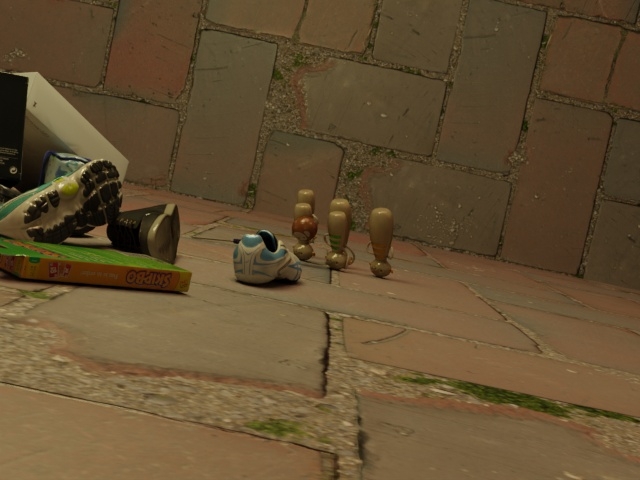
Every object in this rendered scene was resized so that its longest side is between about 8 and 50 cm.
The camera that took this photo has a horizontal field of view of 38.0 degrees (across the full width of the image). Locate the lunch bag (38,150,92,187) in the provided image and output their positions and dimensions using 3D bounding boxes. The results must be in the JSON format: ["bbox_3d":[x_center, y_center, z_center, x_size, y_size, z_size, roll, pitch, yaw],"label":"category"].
[{"bbox_3d":[-0.531,-0.117,1.916,0.096,0.128,0.151,11,5,-22],"label":"lunch bag"}]

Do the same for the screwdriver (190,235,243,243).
[{"bbox_3d":[-0.205,-0.002,2.043,0.170,0.024,0.025,8,34,-20],"label":"screwdriver"}]

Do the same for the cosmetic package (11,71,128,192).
[{"bbox_3d":[-0.644,-0.226,2.050,0.284,0.097,0.377,4,-23,22],"label":"cosmetic package"}]

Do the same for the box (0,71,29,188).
[{"bbox_3d":[-0.594,-0.171,1.612,0.103,0.184,0.261,10,-14,-31],"label":"box"}]

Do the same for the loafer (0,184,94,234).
[{"bbox_3d":[-0.462,-0.053,1.570,0.076,0.078,0.223,15,5,31],"label":"loafer"}]

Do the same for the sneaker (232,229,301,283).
[{"bbox_3d":[-0.081,0.026,1.552,0.085,0.086,0.237,11,2,12],"label":"sneaker"}]

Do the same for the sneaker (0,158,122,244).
[{"bbox_3d":[-0.412,-0.065,1.469,0.110,0.107,0.275,1,16,25],"label":"sneaker"}]

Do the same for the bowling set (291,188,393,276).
[{"bbox_3d":[0.000,0.000,2.006,0.287,0.154,0.200,17,25,41],"label":"bowling set"}]

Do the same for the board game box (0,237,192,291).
[{"bbox_3d":[-0.306,0.030,1.188,0.259,0.039,0.124,12,2,-42],"label":"board game box"}]

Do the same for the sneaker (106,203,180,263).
[{"bbox_3d":[-0.301,-0.004,1.532,0.118,0.083,0.222,-7,12,-1],"label":"sneaker"}]
